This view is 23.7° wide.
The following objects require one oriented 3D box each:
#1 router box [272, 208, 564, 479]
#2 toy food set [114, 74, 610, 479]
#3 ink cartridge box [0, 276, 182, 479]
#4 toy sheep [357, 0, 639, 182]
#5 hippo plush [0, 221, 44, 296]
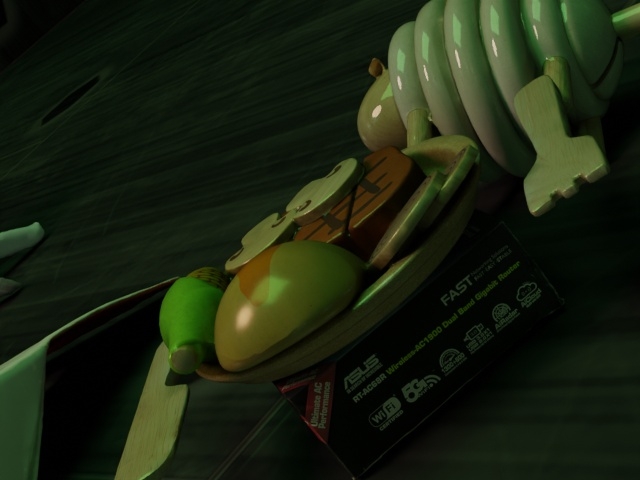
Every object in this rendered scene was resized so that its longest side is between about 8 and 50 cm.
[{"bbox_3d":[0.021,0.026,0.547,0.092,0.038,0.122,-39,17,-5],"label":"router box"},{"bbox_3d":[0.000,0.000,0.518,0.192,0.038,0.132,-35,17,13],"label":"toy food set"},{"bbox_3d":[-0.244,0.166,0.720,0.308,0.091,0.385,-30,2,28],"label":"ink cartridge box"},{"bbox_3d":[0.075,-0.064,0.603,0.132,0.091,0.091,-16,24,21],"label":"toy sheep"},{"bbox_3d":[-0.398,0.027,1.071,0.294,0.236,0.234,-35,17,12],"label":"hippo plush"}]
